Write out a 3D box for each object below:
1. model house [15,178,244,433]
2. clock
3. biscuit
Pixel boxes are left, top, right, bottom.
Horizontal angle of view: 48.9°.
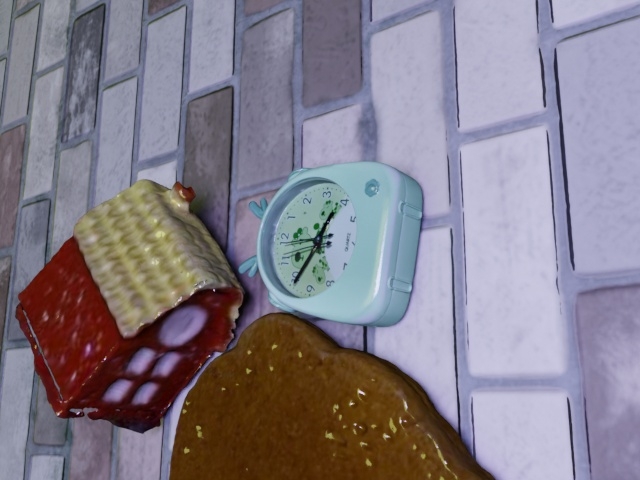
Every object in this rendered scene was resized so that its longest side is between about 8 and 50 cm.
[{"bbox_3d":[-0.207,0.064,0.818,0.254,0.160,0.196,-51,53,15],"label":"model house"},{"bbox_3d":[0.000,0.000,0.731,0.211,0.066,0.159,6,82,39],"label":"clock"},{"bbox_3d":[-0.005,0.252,0.668,0.381,0.074,0.359,1,81,36],"label":"biscuit"}]
